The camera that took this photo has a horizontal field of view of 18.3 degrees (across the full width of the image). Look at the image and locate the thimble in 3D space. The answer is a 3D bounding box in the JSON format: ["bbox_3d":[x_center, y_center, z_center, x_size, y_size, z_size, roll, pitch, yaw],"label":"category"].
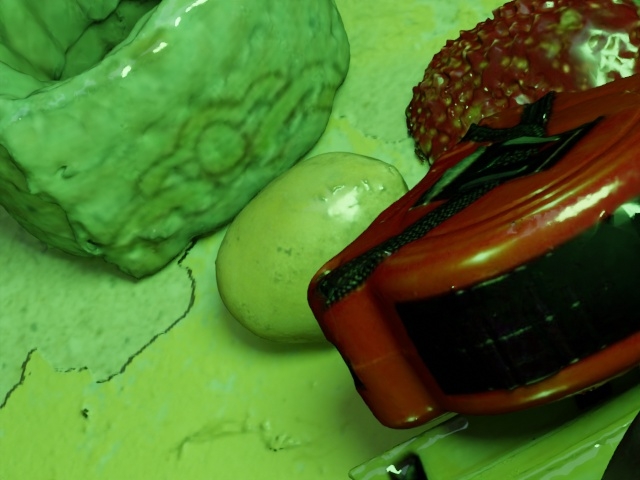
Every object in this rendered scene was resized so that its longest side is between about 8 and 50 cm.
[{"bbox_3d":[-0.143,-0.136,1.396,0.291,0.195,0.291,-14,52,18],"label":"thimble"}]

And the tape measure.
[{"bbox_3d":[0.135,-0.006,1.123,0.260,0.114,0.253,-18,18,47],"label":"tape measure"}]

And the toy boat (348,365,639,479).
[{"bbox_3d":[0.100,0.153,1.119,0.445,0.136,0.162,-30,45,6],"label":"toy boat"}]

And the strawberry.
[{"bbox_3d":[0.146,-0.104,1.299,0.208,0.087,0.167,-24,52,12],"label":"strawberry"}]

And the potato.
[{"bbox_3d":[-0.003,0.001,1.293,0.147,0.112,0.112,-37,49,9],"label":"potato"}]

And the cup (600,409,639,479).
[{"bbox_3d":[0.261,0.163,0.863,0.279,0.196,0.196,33,77,36],"label":"cup"}]
